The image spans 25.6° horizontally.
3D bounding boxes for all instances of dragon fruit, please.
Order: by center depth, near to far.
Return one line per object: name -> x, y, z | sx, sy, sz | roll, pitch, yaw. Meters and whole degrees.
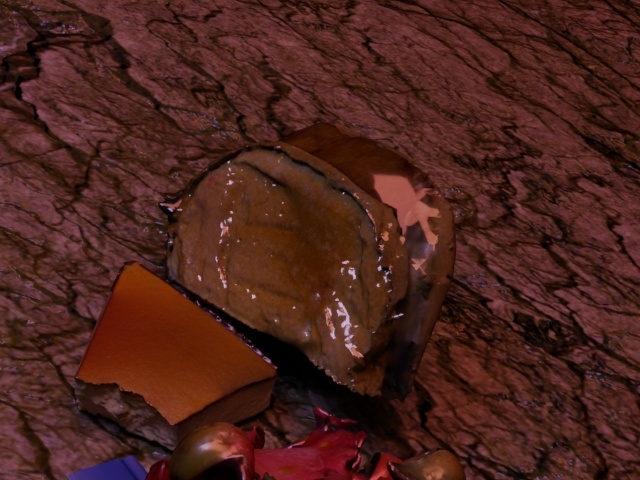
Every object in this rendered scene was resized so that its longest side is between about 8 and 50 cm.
dragon fruit -> -0.025, 0.219, 0.950 | 0.243, 0.227, 0.307 | 21, 29, -2

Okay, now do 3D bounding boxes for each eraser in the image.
eraser -> -0.151, 0.208, 1.090 | 0.063, 0.027, 0.085 | -11, 40, -39

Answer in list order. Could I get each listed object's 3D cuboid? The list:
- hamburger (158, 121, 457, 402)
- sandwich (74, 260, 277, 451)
hamburger -> 0.000, 0.000, 1.286 | 0.309, 0.211, 0.132 | 30, 6, 35
sandwich -> -0.158, 0.103, 1.222 | 0.193, 0.058, 0.162 | 35, 36, 28
